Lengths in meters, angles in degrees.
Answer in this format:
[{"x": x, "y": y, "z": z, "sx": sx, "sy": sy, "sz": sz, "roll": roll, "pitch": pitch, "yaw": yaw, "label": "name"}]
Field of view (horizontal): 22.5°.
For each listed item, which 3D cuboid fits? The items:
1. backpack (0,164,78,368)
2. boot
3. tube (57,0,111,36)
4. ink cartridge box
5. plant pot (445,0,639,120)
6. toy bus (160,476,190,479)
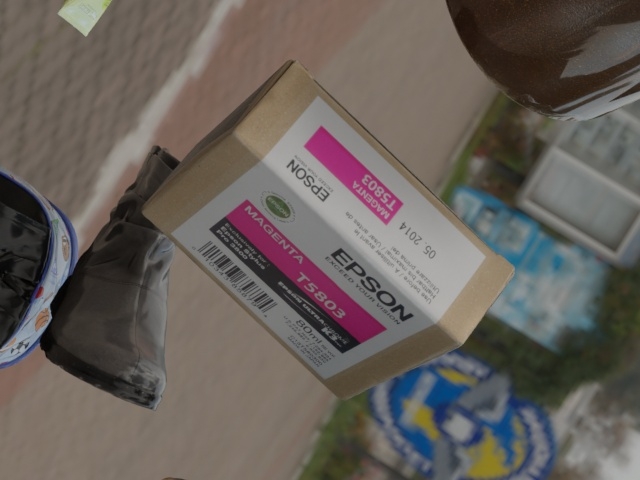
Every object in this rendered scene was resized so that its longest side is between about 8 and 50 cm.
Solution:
[{"x": -0.411, "y": 0.024, "z": 1.795, "sx": 0.276, "sy": 0.263, "sz": 0.213, "roll": -67, "pitch": 162, "yaw": -1, "label": "backpack"}, {"x": -0.178, "y": 0.018, "z": 1.586, "sx": 0.223, "sy": 0.118, "sz": 0.338, "roll": -59, "pitch": -158, "yaw": 7, "label": "boot"}, {"x": -0.255, "y": -0.376, "z": 2.068, "sx": 0.240, "sy": 0.070, "sz": 0.062, "roll": -57, "pitch": -150, "yaw": -3, "label": "tube"}, {"x": 0.000, "y": 0.000, "z": 1.234, "sx": 0.088, "sy": 0.234, "sz": 0.193, "roll": -51, "pitch": -172, "yaw": -31, "label": "ink cartridge box"}, {"x": 0.232, "y": -0.205, "z": 1.078, "sx": 0.215, "sy": 0.215, "sz": 0.230, "roll": -54, "pitch": -160, "yaw": -24, "label": "plant pot"}, {"x": -0.122, "y": 0.386, "z": 1.421, "sx": 0.130, "sy": 0.108, "sz": 0.333, "roll": -153, "pitch": -108, "yaw": -87, "label": "toy bus"}]
